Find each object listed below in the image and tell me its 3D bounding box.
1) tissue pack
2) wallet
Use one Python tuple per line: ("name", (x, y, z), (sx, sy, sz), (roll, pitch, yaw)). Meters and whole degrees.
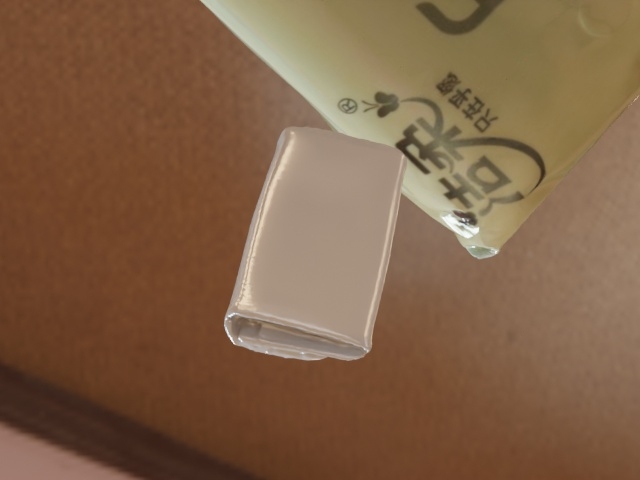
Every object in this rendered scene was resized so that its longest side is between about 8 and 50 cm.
("tissue pack", (0.047, -0.246, 1.025), (0.332, 0.205, 0.405), (-47, 115, 5))
("wallet", (0.000, 0.000, 0.798), (0.061, 0.122, 0.025), (9, 133, 4))
